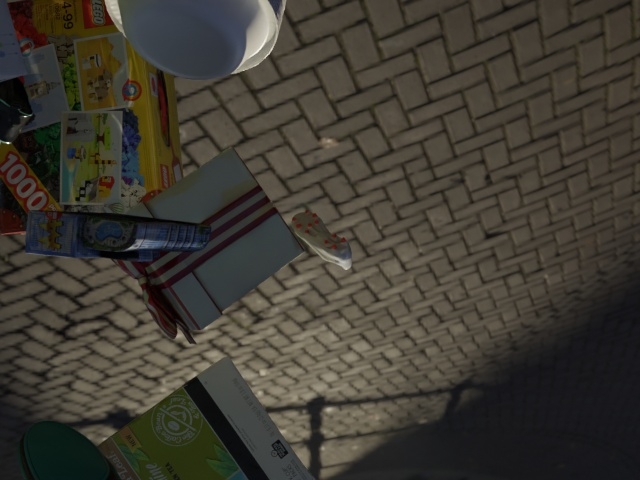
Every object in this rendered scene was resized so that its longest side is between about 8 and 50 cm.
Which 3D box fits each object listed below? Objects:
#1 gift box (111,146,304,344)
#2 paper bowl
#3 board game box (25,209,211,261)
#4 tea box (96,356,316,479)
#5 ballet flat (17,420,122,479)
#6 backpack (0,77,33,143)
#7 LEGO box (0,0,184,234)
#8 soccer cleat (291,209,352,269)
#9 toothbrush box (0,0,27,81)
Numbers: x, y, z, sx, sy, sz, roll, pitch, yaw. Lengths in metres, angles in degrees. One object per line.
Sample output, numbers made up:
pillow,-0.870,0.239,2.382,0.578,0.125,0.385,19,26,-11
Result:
gift box,-0.214,0.024,1.438,0.258,0.255,0.276,-36,180,-19
paper bowl,-0.205,-0.370,1.321,0.284,0.148,0.284,9,153,4
board game box,-0.284,-0.005,1.110,0.194,0.060,0.194,7,-176,32
tea box,-0.244,0.473,1.680,0.324,0.329,0.220,-35,175,-26
ballet flat,-0.229,0.280,0.839,0.083,0.247,0.087,-24,130,-44
backpack,-0.648,-0.273,1.575,0.166,0.188,0.144,31,112,-35
LEGO box,-0.522,-0.276,1.837,0.373,0.499,0.193,-7,179,9
soccer cleat,0.000,0.000,1.814,0.068,0.196,0.076,-32,132,-19
toothbrush box,-0.561,-0.286,1.088,0.283,0.206,0.122,-9,-169,20
